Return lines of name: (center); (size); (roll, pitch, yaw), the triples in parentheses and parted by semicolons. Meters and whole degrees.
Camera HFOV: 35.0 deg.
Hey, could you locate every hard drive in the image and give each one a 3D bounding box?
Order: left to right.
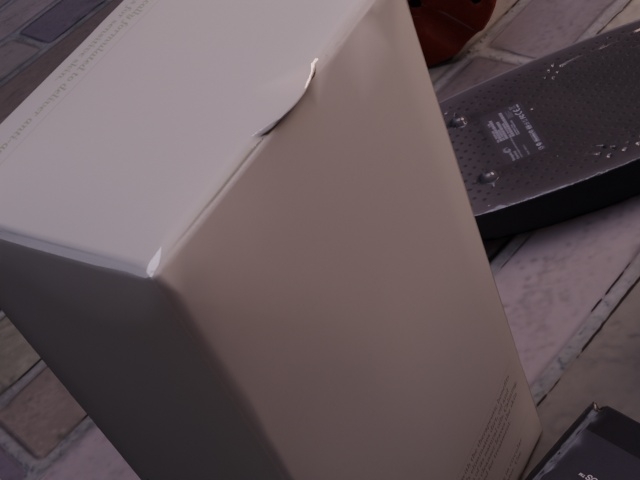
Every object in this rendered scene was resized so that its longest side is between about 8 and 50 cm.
hard drive: (0.219, -0.096, 0.836); (0.255, 0.054, 0.172); (-22, 40, 4)

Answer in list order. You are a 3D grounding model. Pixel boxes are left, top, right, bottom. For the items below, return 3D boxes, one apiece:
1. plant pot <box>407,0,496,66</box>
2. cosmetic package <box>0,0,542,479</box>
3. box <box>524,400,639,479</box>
plant pot: (0.075, -0.331, 1.028); (0.272, 0.272, 0.265); (-10, 51, 18)
cosmetic package: (-0.010, 0.055, 0.550); (0.155, 0.365, 0.197); (12, 52, 36)
box: (0.150, 0.252, 0.447); (0.293, 0.073, 0.295); (-44, 37, -13)
